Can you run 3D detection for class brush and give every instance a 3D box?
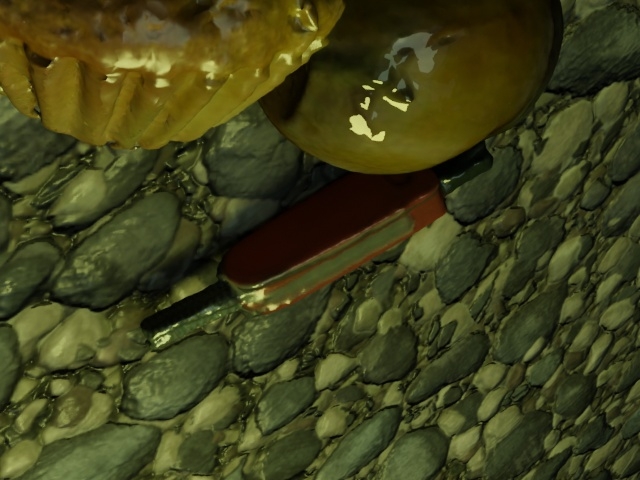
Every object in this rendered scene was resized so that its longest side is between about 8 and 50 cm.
[{"bbox_3d":[0.000,0.001,0.829,0.323,0.070,0.051,-29,136,-14],"label":"brush"}]

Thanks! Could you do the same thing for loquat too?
[{"bbox_3d":[0.061,-0.135,0.685,0.227,0.179,0.179,-16,132,-32],"label":"loquat"}]

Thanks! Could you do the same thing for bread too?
[{"bbox_3d":[-0.101,-0.145,0.502,0.240,0.240,0.139,-12,143,-32],"label":"bread"}]
